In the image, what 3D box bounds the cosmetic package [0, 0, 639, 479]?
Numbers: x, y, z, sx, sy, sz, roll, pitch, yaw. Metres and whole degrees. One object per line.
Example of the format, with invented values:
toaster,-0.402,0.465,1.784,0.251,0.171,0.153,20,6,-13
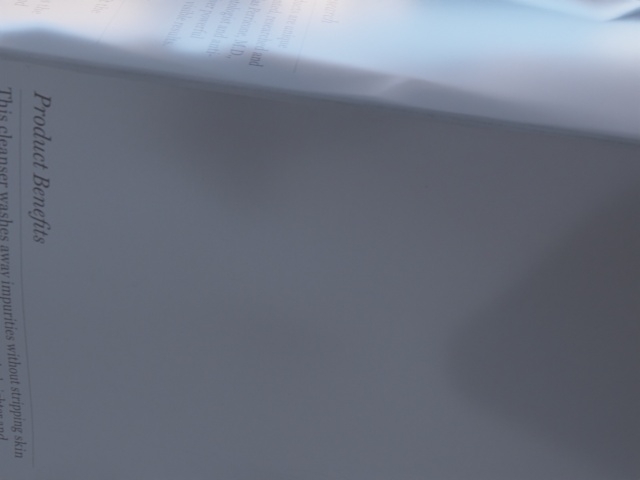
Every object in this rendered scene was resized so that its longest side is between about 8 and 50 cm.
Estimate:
cosmetic package,0.000,0.000,0.511,0.385,0.156,0.217,9,-57,0
